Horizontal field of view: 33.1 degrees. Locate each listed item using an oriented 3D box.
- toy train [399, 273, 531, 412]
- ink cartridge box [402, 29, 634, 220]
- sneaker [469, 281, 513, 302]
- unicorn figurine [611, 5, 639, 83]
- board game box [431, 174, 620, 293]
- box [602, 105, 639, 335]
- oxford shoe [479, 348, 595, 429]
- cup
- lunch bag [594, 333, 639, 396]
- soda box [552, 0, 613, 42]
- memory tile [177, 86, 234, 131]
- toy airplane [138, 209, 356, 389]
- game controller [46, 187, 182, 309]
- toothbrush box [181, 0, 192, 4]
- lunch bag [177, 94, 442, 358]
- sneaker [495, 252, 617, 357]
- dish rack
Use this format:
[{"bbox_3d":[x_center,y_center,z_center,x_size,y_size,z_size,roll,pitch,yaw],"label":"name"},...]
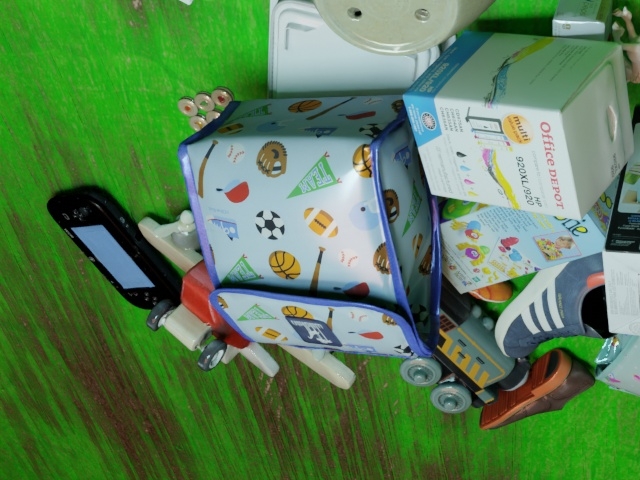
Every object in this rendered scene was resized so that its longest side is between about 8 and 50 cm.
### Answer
[{"bbox_3d":[0.228,0.177,1.931,0.190,0.142,0.334,-30,117,33],"label":"toy train"},{"bbox_3d":[0.263,-0.154,1.407,0.233,0.168,0.171,13,137,39],"label":"ink cartridge box"},{"bbox_3d":[0.262,0.047,1.822,0.175,0.064,0.067,34,129,-16],"label":"sneaker"},{"bbox_3d":[0.426,-0.264,1.400,0.162,0.060,0.111,-21,125,39],"label":"unicorn figurine"},{"bbox_3d":[0.300,-0.046,1.637,0.275,0.142,0.144,-20,122,40],"label":"board game box"},{"bbox_3d":[0.455,-0.030,1.468,0.087,0.290,0.169,4,138,24],"label":"box"},{"bbox_3d":[0.397,0.301,2.011,0.098,0.097,0.271,29,140,-15],"label":"oxford shoe"},{"bbox_3d":[0.098,-0.362,1.284,0.331,0.237,0.331,11,144,8],"label":"cup"},{"bbox_3d":[0.586,0.172,1.729,0.223,0.160,0.262,20,134,3],"label":"lunch bag"},{"bbox_3d":[0.355,-0.229,1.463,0.069,0.074,0.216,8,137,20],"label":"soda box"},{"bbox_3d":[-0.165,-0.189,1.805,0.113,0.012,0.148,-9,131,33],"label":"memory tile"},{"bbox_3d":[-0.133,0.102,1.956,0.386,0.272,0.384,37,177,-28],"label":"toy airplane"},{"bbox_3d":[-0.399,0.024,2.110,0.166,0.067,0.319,-11,128,34],"label":"game controller"},{"bbox_3d":[-0.242,-0.464,1.390,0.283,0.206,0.122,25,140,-3],"label":"toothbrush box"},{"bbox_3d":[0.000,0.000,1.593,0.328,0.239,0.385,4,119,26],"label":"lunch bag"},{"bbox_3d":[0.404,0.122,1.743,0.148,0.131,0.350,55,148,24],"label":"sneaker"},{"bbox_3d":[0.044,-0.221,1.627,0.285,0.072,0.333,16,138,10],"label":"dish rack"}]
